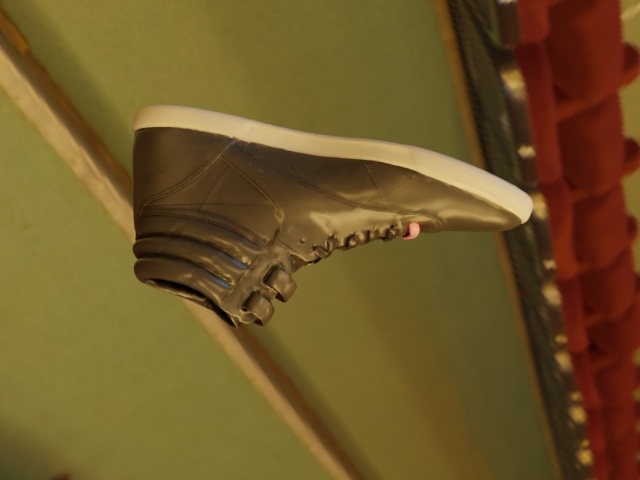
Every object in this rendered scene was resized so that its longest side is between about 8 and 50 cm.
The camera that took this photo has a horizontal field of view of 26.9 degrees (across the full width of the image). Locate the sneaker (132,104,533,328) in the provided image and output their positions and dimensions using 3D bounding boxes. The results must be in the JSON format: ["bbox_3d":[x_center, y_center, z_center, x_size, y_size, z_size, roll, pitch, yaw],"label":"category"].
[{"bbox_3d":[0.000,0.000,0.967,0.296,0.147,0.104,9,170,-2],"label":"sneaker"}]
